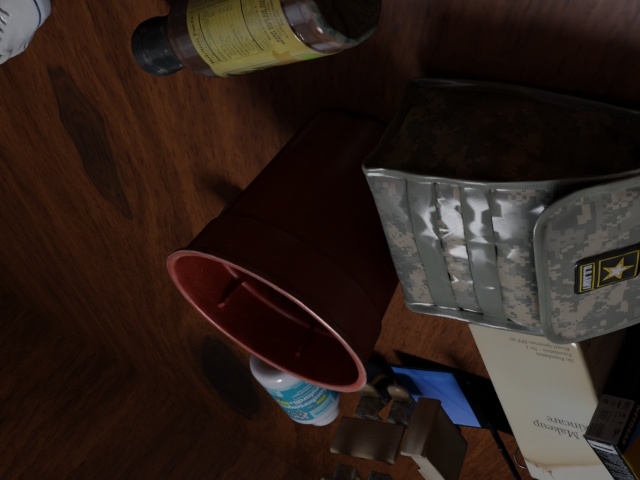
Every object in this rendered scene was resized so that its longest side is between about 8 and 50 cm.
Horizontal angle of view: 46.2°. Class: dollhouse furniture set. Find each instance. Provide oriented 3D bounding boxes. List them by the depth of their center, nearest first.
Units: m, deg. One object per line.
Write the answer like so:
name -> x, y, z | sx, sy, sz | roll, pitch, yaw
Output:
dollhouse furniture set -> 0.123, 0.363, 1.382 | 0.242, 0.212, 0.161 | 0, 141, 34

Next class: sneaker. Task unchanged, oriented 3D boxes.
sneaker -> -0.461, -0.321, 1.096 | 0.094, 0.091, 0.258 | 39, 155, -12
sneaker -> 0.108, 0.310, 1.616 | 0.082, 0.069, 0.209 | 42, 164, 28

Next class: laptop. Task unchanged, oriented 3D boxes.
laptop -> 0.260, 0.363, 1.423 | 0.234, 0.137, 0.264 | 57, -172, -43

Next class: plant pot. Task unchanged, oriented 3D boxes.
plant pot -> 0.000, 0.000, 0.930 | 0.272, 0.265, 0.272 | 27, 155, 14

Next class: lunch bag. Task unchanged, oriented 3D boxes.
lunch bag -> 0.217, -0.021, 0.760 | 0.287, 0.169, 0.235 | 10, 144, 27

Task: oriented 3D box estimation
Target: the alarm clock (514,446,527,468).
alarm clock -> 0.417, 0.362, 1.244 | 0.192, 0.129, 0.064 | -4, 170, 27

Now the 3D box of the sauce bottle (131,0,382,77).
sauce bottle -> -0.088, -0.233, 0.800 | 0.344, 0.111, 0.111 | 5, 143, 49

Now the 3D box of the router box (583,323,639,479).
router box -> 0.400, 0.205, 0.931 | 0.046, 0.179, 0.133 | 6, 145, 48

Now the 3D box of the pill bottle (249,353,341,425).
pill bottle -> -0.043, 0.320, 1.706 | 0.146, 0.146, 0.264 | 13, 149, 37

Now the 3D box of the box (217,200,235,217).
box -> -0.084, 0.080, 1.295 | 0.290, 0.169, 0.087 | 41, 156, -21

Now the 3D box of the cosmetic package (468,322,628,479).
cosmetic package -> 0.333, 0.200, 1.010 | 0.160, 0.113, 0.309 | 5, 130, 47
